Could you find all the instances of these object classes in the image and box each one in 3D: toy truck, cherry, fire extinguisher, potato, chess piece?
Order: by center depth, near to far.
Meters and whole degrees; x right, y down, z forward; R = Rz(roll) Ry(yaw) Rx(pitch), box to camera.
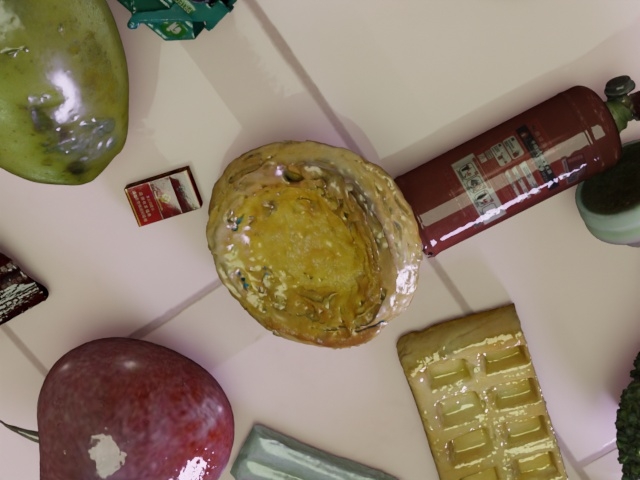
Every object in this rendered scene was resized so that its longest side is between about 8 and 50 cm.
[{"bbox_3d":[-0.303,-0.186,0.961,0.215,0.216,0.304,-18,141,6],"label":"potato"},{"bbox_3d":[-0.192,-0.301,0.994,0.216,0.110,0.116,40,116,-14],"label":"toy truck"},{"bbox_3d":[0.252,-0.088,1.052,0.337,0.147,0.106,-27,121,10],"label":"fire extinguisher"},{"bbox_3d":[0.427,0.014,1.115,0.139,0.139,0.272,-36,117,12],"label":"chess piece"},{"bbox_3d":[-0.245,0.240,1.134,0.285,0.213,0.236,7,119,-13],"label":"cherry"}]

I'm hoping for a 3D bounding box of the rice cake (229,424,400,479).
[{"bbox_3d":[-0.003,0.322,1.255,0.226,0.040,0.085,22,109,-9],"label":"rice cake"}]

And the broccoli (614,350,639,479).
[{"bbox_3d":[0.487,0.218,1.132,0.245,0.248,0.288,3,154,-9],"label":"broccoli"}]

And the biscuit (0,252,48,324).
[{"bbox_3d":[-0.458,0.014,1.128,0.151,0.063,0.235,-32,103,-2],"label":"biscuit"}]

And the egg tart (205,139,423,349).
[{"bbox_3d":[0.000,0.000,1.090,0.290,0.107,0.291,14,126,19],"label":"egg tart"}]

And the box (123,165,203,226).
[{"bbox_3d":[-0.189,-0.053,1.126,0.082,0.023,0.051,-16,111,5],"label":"box"}]

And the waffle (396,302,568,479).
[{"bbox_3d":[0.213,0.228,1.214,0.168,0.057,0.274,-17,110,6],"label":"waffle"}]
